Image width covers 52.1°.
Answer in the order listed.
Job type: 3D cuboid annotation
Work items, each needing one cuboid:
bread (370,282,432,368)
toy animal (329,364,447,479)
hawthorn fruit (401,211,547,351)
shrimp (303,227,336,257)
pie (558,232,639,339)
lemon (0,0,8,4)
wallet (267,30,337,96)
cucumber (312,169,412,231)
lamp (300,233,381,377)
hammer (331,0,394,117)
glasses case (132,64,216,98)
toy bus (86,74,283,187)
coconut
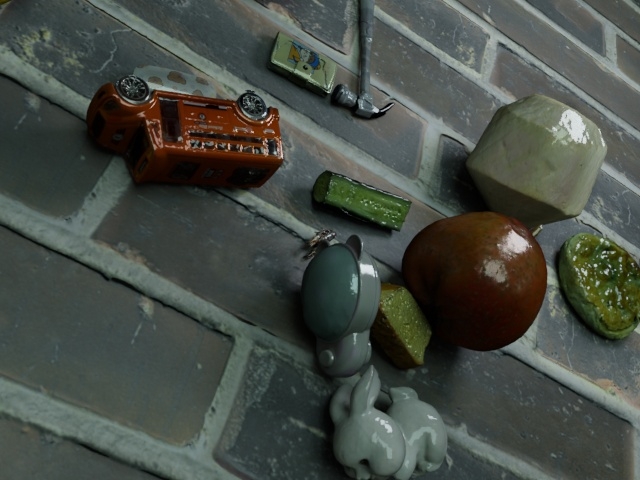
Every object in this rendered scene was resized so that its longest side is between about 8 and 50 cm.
[{"bbox_3d":[0.143,0.154,1.226,0.187,0.065,0.103,57,47,-20],"label":"bread"},{"bbox_3d":[0.111,0.318,1.108,0.193,0.127,0.178,17,60,-24],"label":"toy animal"},{"bbox_3d":[0.320,0.061,1.276,0.298,0.277,0.277,-39,88,-9],"label":"hawthorn fruit"},{"bbox_3d":[-0.002,-0.001,1.276,0.029,0.038,0.092,16,43,30],"label":"shrimp"},{"bbox_3d":[0.703,0.105,1.626,0.277,0.078,0.277,14,58,-23],"label":"pie"},{"bbox_3d":[-0.574,-0.491,1.112,0.170,0.170,0.207,42,56,-5],"label":"lemon"},{"bbox_3d":[-0.038,-0.396,1.469,0.155,0.039,0.110,24,53,-18],"label":"wallet"},{"bbox_3d":[0.086,-0.080,1.364,0.211,0.062,0.078,17,90,-30],"label":"cucumber"},{"bbox_3d":[0.024,0.115,1.145,0.108,0.179,0.246,4,83,-26],"label":"lamp"},{"bbox_3d":[0.104,-0.472,1.598,0.152,0.044,0.427,17,56,-24],"label":"hammer"},{"bbox_3d":[-0.280,-0.295,1.262,0.164,0.041,0.063,9,60,-28],"label":"glasses case"},{"bbox_3d":[-0.237,-0.180,1.162,0.329,0.143,0.153,2,66,-33],"label":"toy bus"},{"bbox_3d":[0.495,-0.164,1.531,0.329,0.329,0.328,15,58,-25],"label":"coconut"}]
